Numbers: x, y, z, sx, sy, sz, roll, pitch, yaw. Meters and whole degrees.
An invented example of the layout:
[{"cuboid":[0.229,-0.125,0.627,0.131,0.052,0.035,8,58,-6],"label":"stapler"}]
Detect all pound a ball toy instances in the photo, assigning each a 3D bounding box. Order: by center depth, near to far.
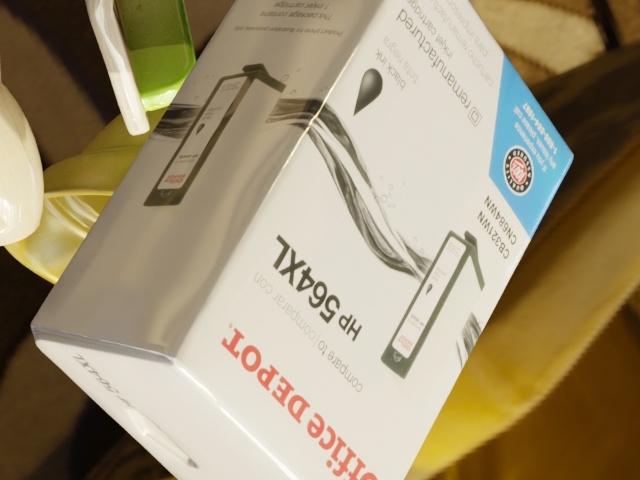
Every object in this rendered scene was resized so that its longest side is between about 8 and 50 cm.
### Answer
[{"cuboid":[-0.102,-0.166,0.894,0.319,0.208,0.136,-107,-176,-46],"label":"pound a ball toy"}]

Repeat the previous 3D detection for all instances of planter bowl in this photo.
[{"cuboid":[-0.065,-0.022,1.032,0.217,0.217,0.090,25,66,-33],"label":"planter bowl"}]

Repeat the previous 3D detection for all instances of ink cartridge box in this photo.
[{"cuboid":[0.000,0.000,0.738,0.148,0.086,0.203,49,61,-40],"label":"ink cartridge box"}]
